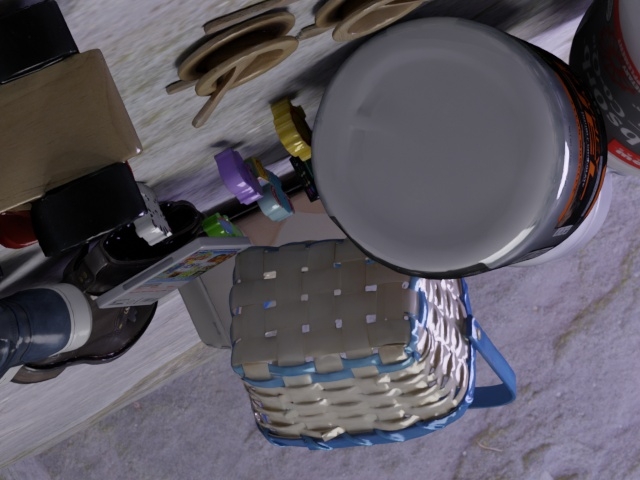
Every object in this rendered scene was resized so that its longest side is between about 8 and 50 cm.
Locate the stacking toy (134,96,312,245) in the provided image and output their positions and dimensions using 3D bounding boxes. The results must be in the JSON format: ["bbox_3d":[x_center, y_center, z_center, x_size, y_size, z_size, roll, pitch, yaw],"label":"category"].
[{"bbox_3d":[-0.054,-0.045,1.452,0.167,0.052,0.221,-28,163,15],"label":"stacking toy"}]

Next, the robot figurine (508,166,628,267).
[{"bbox_3d":[0.257,-0.068,2.078,0.300,0.200,0.353,-20,176,14],"label":"robot figurine"}]

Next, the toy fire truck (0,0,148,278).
[{"bbox_3d":[-0.218,-0.003,0.885,0.217,0.158,0.246,-26,-174,-20],"label":"toy fire truck"}]

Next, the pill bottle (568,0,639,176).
[{"bbox_3d":[0.344,-0.171,1.528,0.210,0.210,0.363,-27,174,-5],"label":"pill bottle"}]

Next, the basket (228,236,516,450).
[{"bbox_3d":[0.047,0.108,1.623,0.254,0.201,0.289,-7,147,14],"label":"basket"}]

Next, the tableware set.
[{"bbox_3d":[-0.004,-0.136,1.109,0.194,0.039,0.128,-25,174,-22],"label":"tableware set"}]

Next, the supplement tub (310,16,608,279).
[{"bbox_3d":[0.132,-0.077,1.418,0.207,0.207,0.338,-29,175,16],"label":"supplement tub"}]

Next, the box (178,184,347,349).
[{"bbox_3d":[0.000,0.000,1.806,0.311,0.121,0.148,-26,-174,-16],"label":"box"}]

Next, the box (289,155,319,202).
[{"bbox_3d":[0.015,-0.081,1.617,0.062,0.052,0.083,-25,172,-20],"label":"box"}]

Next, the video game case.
[{"bbox_3d":[-0.131,0.028,1.480,0.122,0.011,0.087,-29,167,24],"label":"video game case"}]

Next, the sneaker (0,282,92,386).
[{"bbox_3d":[-0.332,0.097,1.477,0.163,0.086,0.226,-13,172,-45],"label":"sneaker"}]

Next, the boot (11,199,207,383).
[{"bbox_3d":[-0.186,0.037,1.606,0.229,0.091,0.263,-41,175,33],"label":"boot"}]
